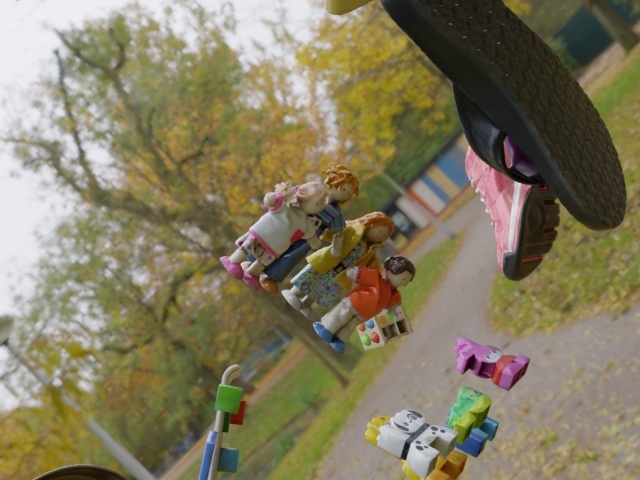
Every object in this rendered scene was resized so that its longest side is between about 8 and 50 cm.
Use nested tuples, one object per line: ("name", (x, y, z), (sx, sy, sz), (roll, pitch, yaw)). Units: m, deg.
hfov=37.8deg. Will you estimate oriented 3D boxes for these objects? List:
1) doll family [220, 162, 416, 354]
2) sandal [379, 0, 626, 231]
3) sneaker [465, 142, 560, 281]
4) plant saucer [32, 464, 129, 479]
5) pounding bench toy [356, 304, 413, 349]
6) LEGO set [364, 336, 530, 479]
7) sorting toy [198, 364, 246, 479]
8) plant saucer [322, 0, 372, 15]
("doll family", (0.000, 0.000, 1.079), (0.163, 0.263, 0.118), (-46, 40, 6))
("sandal", (0.216, -0.182, 1.141), (0.107, 0.446, 0.167), (-27, 23, 47))
("sneaker", (0.296, -0.093, 1.486), (0.136, 0.313, 0.116), (1, -1, 44))
("plant saucer", (-0.238, 0.288, 0.867), (0.168, 0.168, 0.029), (-44, 26, -24))
("pounding bench toy", (0.082, 0.130, 1.388), (0.065, 0.052, 0.083), (-19, -4, -34))
("LEGO set", (0.102, 0.166, 0.871), (0.227, 0.093, 0.087), (-25, -47, -54))
("sorting toy", (-0.135, 0.282, 1.350), (0.347, 0.047, 0.195), (116, 166, -77))
("plant saucer", (0.112, -0.544, 1.428), (0.333, 0.332, 0.081), (-23, -30, 10))
